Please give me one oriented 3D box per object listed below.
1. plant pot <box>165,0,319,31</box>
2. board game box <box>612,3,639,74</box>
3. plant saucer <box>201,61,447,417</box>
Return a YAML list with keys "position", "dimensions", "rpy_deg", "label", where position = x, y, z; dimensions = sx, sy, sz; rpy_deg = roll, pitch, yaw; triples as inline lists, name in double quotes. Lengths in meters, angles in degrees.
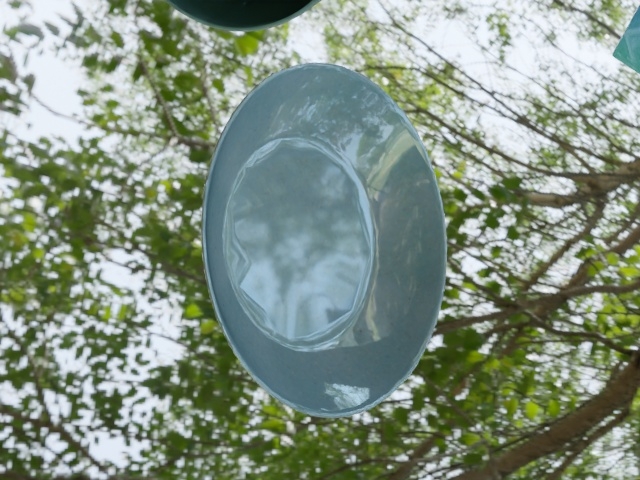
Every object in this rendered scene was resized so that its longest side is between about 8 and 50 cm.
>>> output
- position: [-0.048, -0.402, 0.980]
  dimensions: [0.293, 0.235, 0.293]
  rpy_deg: [9, -66, 20]
  label: "plant pot"
- position: [0.290, -0.222, 0.599]
  dimensions: [0.047, 0.210, 0.160]
  rpy_deg: [37, -101, 13]
  label: "board game box"
- position: [0.000, 0.000, 0.488]
  dimensions: [0.037, 0.195, 0.195]
  rpy_deg: [-5, -104, 45]
  label: "plant saucer"
